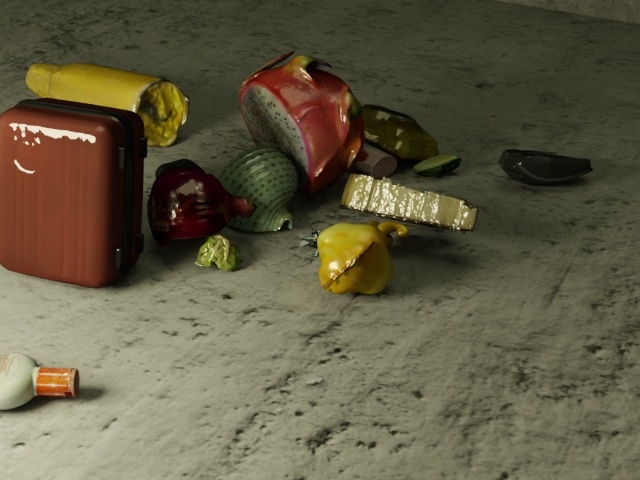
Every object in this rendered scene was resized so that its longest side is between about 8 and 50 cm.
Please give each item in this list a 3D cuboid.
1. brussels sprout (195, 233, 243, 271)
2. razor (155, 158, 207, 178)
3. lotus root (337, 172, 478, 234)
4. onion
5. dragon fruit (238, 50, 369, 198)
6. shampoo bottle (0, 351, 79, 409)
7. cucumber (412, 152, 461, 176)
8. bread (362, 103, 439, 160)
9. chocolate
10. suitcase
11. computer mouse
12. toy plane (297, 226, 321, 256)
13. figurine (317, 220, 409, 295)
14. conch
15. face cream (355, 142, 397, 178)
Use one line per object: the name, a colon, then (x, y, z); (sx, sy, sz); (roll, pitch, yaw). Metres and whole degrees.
brussels sprout: (-0.177, 0.017, 1.745); (0.085, 0.058, 0.085); (11, 13, -3)
razor: (-0.270, -0.117, 1.982); (0.090, 0.054, 0.148); (-19, 34, -23)
lotus root: (0.170, -0.063, 1.854); (0.261, 0.074, 0.170); (14, -2, 12)
onion: (-0.220, -0.074, 1.788); (0.198, 0.135, 0.173); (-13, 12, -15)
dragon fruit: (-0.017, -0.243, 1.999); (0.189, 0.290, 0.290); (-31, 40, -18)
shampoo bottle: (-0.452, 0.196, 1.376); (0.221, 0.051, 0.108); (3, 27, -2)
cucumber: (0.249, -0.158, 2.143); (0.107, 0.035, 0.067); (-21, 26, -25)
bread: (0.152, -0.250, 2.219); (0.233, 0.088, 0.161); (29, 14, 36)
chocolate: (-0.511, -0.333, 2.281); (0.445, 0.162, 0.162); (19, 31, 35)
suitcase: (-0.418, -0.082, 1.647); (0.236, 0.297, 0.161); (11, 21, 12)
computer mouse: (0.486, -0.154, 2.131); (0.231, 0.071, 0.126); (0, 12, -29)
toy plane: (0.000, 0.000, 1.821); (0.083, 0.031, 0.078); (-2, 44, -6)
figurine: (0.074, 0.020, 1.710); (0.156, 0.131, 0.246); (43, 25, 0)
conch: (-0.118, -0.109, 1.904); (0.172, 0.131, 0.200); (-12, 31, -28)
face cream: (0.073, -0.193, 2.165); (0.084, 0.057, 0.198); (-17, 36, -39)
